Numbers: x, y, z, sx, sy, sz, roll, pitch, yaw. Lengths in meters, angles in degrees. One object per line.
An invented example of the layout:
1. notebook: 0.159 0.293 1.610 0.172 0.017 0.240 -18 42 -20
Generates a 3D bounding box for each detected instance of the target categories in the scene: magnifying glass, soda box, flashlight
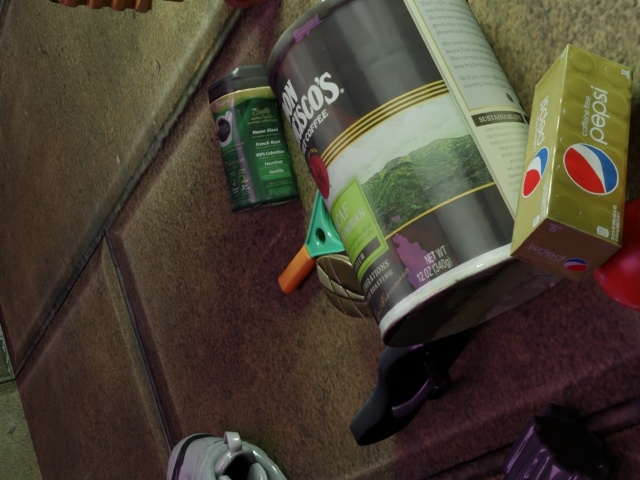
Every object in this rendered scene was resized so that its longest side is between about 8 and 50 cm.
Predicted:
1. magnifying glass: 0.000 0.000 1.193 0.092 0.026 0.231 65 146 21
2. soda box: 0.195 -0.063 0.737 0.058 0.061 0.181 120 168 -54
3. flashlight: 0.170 0.306 0.904 0.103 0.103 0.304 38 121 25

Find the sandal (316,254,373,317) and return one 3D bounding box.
1. sandal: 0.069 0.050 1.085 0.180 0.049 0.072 3 108 42

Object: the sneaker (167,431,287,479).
1. sneaker: -0.124 0.457 1.419 0.210 0.137 0.366 -36 65 58

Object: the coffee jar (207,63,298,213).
1. coffee jar: -0.089 -0.131 1.241 0.096 0.079 0.185 -11 90 61

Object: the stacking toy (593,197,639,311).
1. stacking toy: 0.289 -0.045 0.633 0.141 0.141 0.330 65 149 21

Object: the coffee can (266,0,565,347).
1. coffee can: 0.094 -0.071 0.857 0.201 0.201 0.276 -49 59 52

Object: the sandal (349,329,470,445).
1. sandal: 0.102 0.161 1.025 0.055 0.097 0.255 61 154 28

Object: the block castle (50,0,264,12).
1. block castle: -0.238 -0.413 1.047 0.213 0.453 0.303 63 144 38
